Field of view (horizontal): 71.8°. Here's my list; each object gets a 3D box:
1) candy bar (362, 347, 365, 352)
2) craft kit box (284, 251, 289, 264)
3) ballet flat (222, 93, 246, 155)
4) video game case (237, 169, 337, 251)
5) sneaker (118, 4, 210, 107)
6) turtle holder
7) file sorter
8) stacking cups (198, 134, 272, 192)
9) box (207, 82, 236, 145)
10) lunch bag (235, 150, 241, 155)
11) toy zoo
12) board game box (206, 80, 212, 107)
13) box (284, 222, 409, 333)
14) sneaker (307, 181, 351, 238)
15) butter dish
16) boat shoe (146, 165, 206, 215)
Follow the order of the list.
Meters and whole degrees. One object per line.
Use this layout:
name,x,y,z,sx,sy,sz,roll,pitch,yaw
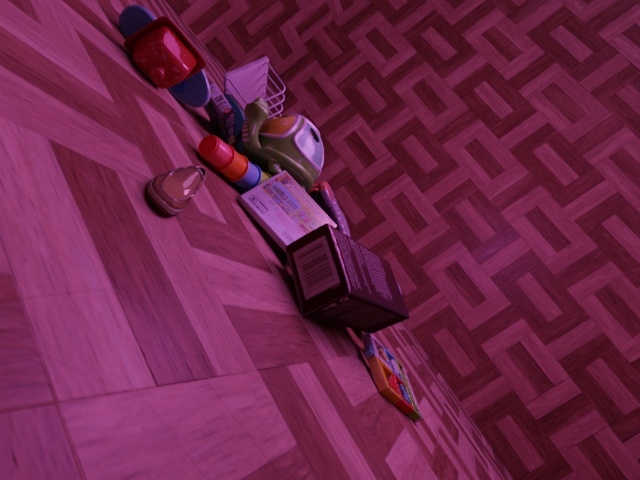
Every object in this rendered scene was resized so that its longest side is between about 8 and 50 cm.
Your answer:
candy bar,0.165,0.355,1.369,0.040,0.018,0.161,59,9,28
craft kit box,-0.025,0.074,1.346,0.249,0.061,0.246,50,11,-28
ballet flat,-0.266,-0.377,1.614,0.342,0.116,0.124,57,19,12
video game case,-0.084,-0.073,1.215,0.227,0.026,0.206,47,43,2
sneaker,-0.436,-0.546,1.333,0.319,0.127,0.208,53,9,-17
turtle holder,-0.134,-0.297,1.424,0.321,0.227,0.243,31,-13,-20
file sorter,-0.264,-0.561,1.804,0.173,0.193,0.277,54,-19,10
stacking cups,-0.208,-0.184,1.215,0.096,0.096,0.316,57,9,26
box,-0.321,-0.402,1.432,0.114,0.036,0.207,55,-16,6
lunch bag,-0.251,-0.227,1.307,0.071,0.053,0.083,53,16,0
toy zoo,0.201,0.390,1.292,0.293,0.030,0.192,48,17,-39
board game box,-0.396,-0.519,1.705,0.194,0.060,0.194,56,4,-3
box,0.082,0.115,1.159,0.381,0.143,0.191,28,39,-53
sneaker,-0.003,-0.060,1.661,0.124,0.180,0.320,-81,150,-62
butter dish,-0.404,-0.452,1.127,0.160,0.160,0.118,47,33,-43
boat shoe,-0.231,-0.098,0.739,0.068,0.072,0.190,52,8,-19
